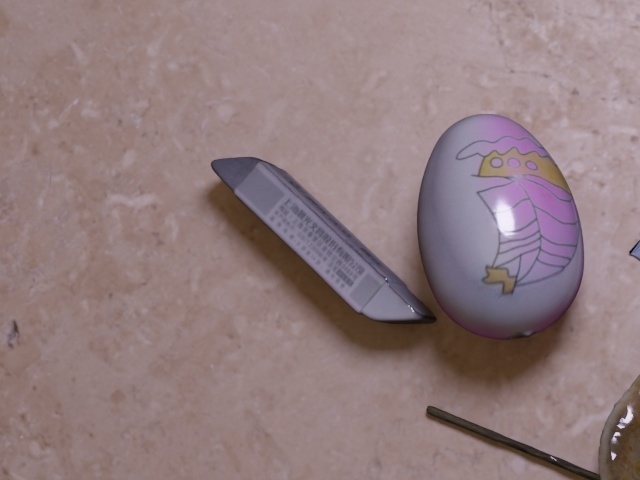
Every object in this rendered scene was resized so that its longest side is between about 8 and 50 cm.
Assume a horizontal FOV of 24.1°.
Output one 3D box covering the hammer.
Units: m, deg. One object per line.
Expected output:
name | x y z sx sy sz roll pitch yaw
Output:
hammer | 0.256 0.255 1.786 0.292 0.029 0.058 20 86 24

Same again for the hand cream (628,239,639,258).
hand cream | 0.411 0.030 1.772 0.093 0.019 0.030 40 98 28

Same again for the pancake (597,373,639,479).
pancake | 0.449 0.245 1.679 0.282 0.049 0.282 -7 69 19

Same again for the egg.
egg | 0.210 -0.018 1.758 0.196 0.196 0.271 -2 78 20

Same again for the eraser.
eraser | 0.000 0.000 1.889 0.352 0.089 0.061 44 101 20
